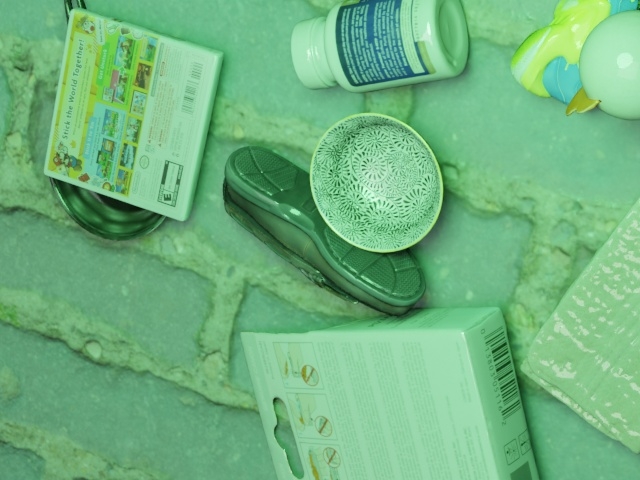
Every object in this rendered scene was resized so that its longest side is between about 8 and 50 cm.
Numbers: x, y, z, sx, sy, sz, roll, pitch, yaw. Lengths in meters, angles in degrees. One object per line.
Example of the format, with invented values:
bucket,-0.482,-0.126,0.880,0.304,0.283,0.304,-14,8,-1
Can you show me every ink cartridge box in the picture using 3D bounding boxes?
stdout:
ink cartridge box,0.090,0.244,1.911,0.385,0.091,0.308,-3,106,44

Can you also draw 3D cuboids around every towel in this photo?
towel,0.373,0.097,1.729,0.187,0.049,0.282,38,117,9

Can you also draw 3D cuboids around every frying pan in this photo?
frying pan,-0.302,-0.153,1.968,0.197,0.053,0.326,-29,91,28

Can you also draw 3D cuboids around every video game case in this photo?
video game case,-0.240,-0.160,1.903,0.206,0.026,0.227,19,112,13

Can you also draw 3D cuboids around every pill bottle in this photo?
pill bottle,0.066,-0.229,1.733,0.187,0.112,0.112,-7,103,27

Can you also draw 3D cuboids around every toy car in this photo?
toy car,0.349,-0.204,1.535,0.238,0.210,0.219,-27,111,29

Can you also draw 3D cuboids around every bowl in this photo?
bowl,0.080,-0.077,1.793,0.170,0.080,0.170,8,109,23

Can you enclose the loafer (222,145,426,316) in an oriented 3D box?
loafer,0.000,0.000,1.858,0.302,0.109,0.095,38,138,17

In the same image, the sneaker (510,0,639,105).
sneaker,0.323,-0.240,1.636,0.126,0.091,0.240,36,119,-10
